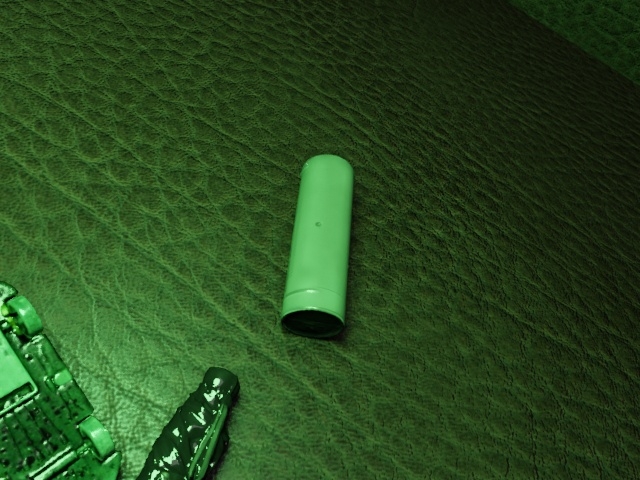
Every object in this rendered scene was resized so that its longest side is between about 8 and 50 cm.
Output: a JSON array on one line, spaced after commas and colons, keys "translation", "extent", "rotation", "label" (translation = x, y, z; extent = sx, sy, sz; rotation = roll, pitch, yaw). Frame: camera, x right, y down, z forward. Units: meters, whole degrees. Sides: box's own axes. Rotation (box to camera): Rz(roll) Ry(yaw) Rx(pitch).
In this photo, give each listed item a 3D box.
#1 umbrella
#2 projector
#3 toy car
[{"translation": [-0.194, 0.308, 0.611], "extent": [0.113, 0.106, 0.358], "rotation": [41, 48, -14], "label": "umbrella"}, {"translation": [0.000, 0.000, 0.893], "extent": [0.108, 0.108, 0.338], "rotation": [14, 54, -11], "label": "projector"}, {"translation": [-0.374, 0.203, 0.610], "extent": [0.136, 0.125, 0.306], "rotation": [-34, 95, -39], "label": "toy car"}]
